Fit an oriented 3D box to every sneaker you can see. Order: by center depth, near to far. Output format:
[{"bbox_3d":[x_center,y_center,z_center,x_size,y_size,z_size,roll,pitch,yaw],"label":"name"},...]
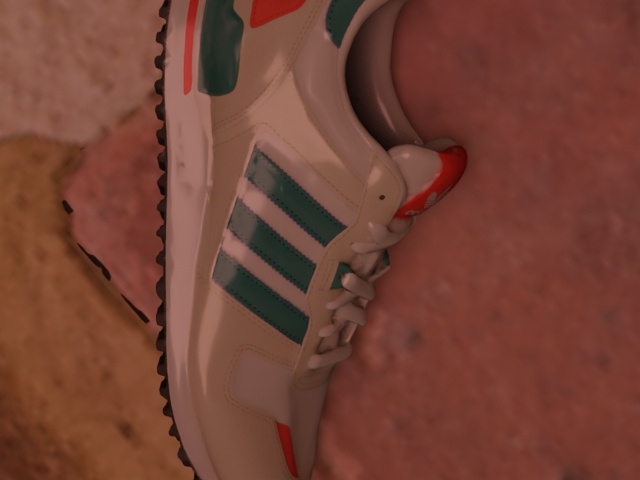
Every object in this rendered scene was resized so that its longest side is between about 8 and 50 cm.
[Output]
[{"bbox_3d":[0.000,0.000,0.463,0.075,0.057,0.161,1,97,17],"label":"sneaker"}]
